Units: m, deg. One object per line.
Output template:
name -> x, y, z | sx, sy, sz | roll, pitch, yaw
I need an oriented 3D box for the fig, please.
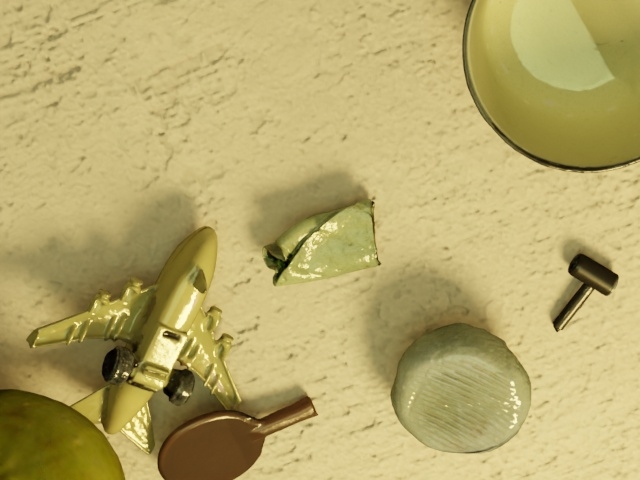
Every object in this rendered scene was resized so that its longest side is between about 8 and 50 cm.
fig -> -0.313, 0.290, 1.807 | 0.258, 0.258, 0.326 | 12, 149, -5

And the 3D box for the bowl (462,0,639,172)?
bowl -> 0.243, -0.192, 1.723 | 0.238, 0.126, 0.237 | 0, 110, 0

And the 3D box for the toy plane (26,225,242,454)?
toy plane -> -0.160, 0.097, 1.842 | 0.229, 0.092, 0.244 | 22, 112, -25

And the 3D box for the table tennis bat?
table tennis bat -> -0.068, 0.232, 1.865 | 0.170, 0.119, 0.107 | -25, 136, -2

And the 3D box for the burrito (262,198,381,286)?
burrito -> 0.001, 0.003, 1.833 | 0.118, 0.044, 0.074 | -12, 112, 1

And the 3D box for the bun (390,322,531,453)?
bun -> 0.140, 0.144, 1.868 | 0.141, 0.083, 0.140 | 3, 116, 6

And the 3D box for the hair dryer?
hair dryer -> 0.254, 0.056, 1.870 | 0.047, 0.026, 0.083 | 30, 114, -9
